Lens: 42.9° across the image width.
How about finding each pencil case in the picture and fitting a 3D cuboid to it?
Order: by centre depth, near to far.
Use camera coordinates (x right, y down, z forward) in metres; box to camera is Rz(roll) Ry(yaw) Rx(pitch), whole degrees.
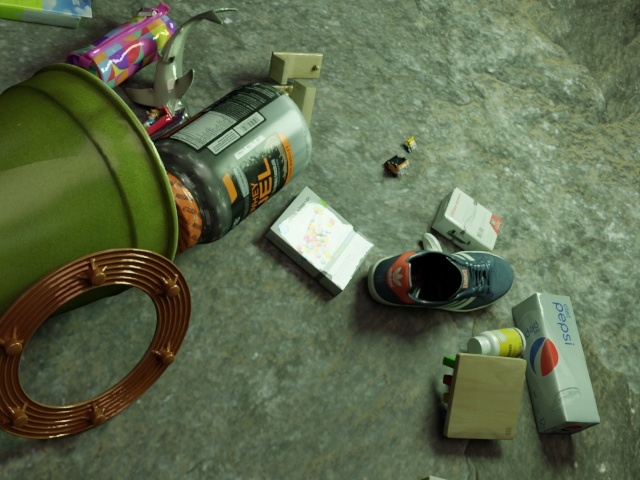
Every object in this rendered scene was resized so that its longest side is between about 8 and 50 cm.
[{"bbox_3d":[-0.381,-0.371,1.576,0.104,0.104,0.236,42,52,-3],"label":"pencil case"}]

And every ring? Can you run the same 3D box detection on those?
[{"bbox_3d":[-0.326,0.159,1.176,0.336,0.337,0.032,-20,44,-36],"label":"ring"}]

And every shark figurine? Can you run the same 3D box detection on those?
[{"bbox_3d":[-0.271,-0.341,1.603,0.166,0.278,0.116,19,9,14],"label":"shark figurine"}]

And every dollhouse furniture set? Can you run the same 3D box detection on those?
[{"bbox_3d":[-0.024,-0.304,1.713,0.123,0.144,0.151,-7,31,-33],"label":"dollhouse furniture set"}]

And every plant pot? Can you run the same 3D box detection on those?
[{"bbox_3d":[-0.456,-0.022,1.152,0.366,0.366,0.353,51,48,5],"label":"plant pot"}]

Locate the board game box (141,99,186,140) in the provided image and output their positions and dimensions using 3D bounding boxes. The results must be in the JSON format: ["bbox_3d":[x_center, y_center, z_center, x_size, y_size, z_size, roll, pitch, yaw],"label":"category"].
[{"bbox_3d":[-0.314,-0.213,1.483,0.033,0.133,0.169,61,7,-21],"label":"board game box"}]

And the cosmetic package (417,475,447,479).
[{"bbox_3d":[0.194,0.484,1.448,0.041,0.060,0.115,19,58,-20],"label":"cosmetic package"}]

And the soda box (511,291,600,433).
[{"bbox_3d":[0.496,0.259,1.726,0.098,0.091,0.286,9,60,-25],"label":"soda box"}]

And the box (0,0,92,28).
[{"bbox_3d":[-0.540,-0.474,1.577,0.178,0.042,0.109,1,64,-29],"label":"box"}]

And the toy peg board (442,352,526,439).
[{"bbox_3d":[0.306,0.300,1.600,0.161,0.079,0.161,9,91,-25],"label":"toy peg board"}]

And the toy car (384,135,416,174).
[{"bbox_3d":[0.197,-0.187,1.832,0.122,0.060,0.040,-44,121,-32],"label":"toy car"}]

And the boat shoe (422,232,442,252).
[{"bbox_3d":[0.240,0.032,1.745,0.035,0.035,0.100,-17,80,-38],"label":"boat shoe"}]

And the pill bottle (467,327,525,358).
[{"bbox_3d":[0.363,0.218,1.690,0.116,0.065,0.065,-3,66,-30],"label":"pill bottle"}]

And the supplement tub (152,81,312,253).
[{"bbox_3d":[-0.186,-0.132,1.483,0.207,0.207,0.338,46,52,1],"label":"supplement tub"}]

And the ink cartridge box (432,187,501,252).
[{"bbox_3d":[0.327,-0.038,1.818,0.135,0.056,0.099,35,52,-9],"label":"ink cartridge box"}]

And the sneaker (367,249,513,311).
[{"bbox_3d":[0.276,0.081,1.649,0.350,0.148,0.131,-3,84,-28],"label":"sneaker"}]

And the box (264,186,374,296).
[{"bbox_3d":[0.000,0.000,1.623,0.186,0.038,0.145,40,51,-3],"label":"box"}]
